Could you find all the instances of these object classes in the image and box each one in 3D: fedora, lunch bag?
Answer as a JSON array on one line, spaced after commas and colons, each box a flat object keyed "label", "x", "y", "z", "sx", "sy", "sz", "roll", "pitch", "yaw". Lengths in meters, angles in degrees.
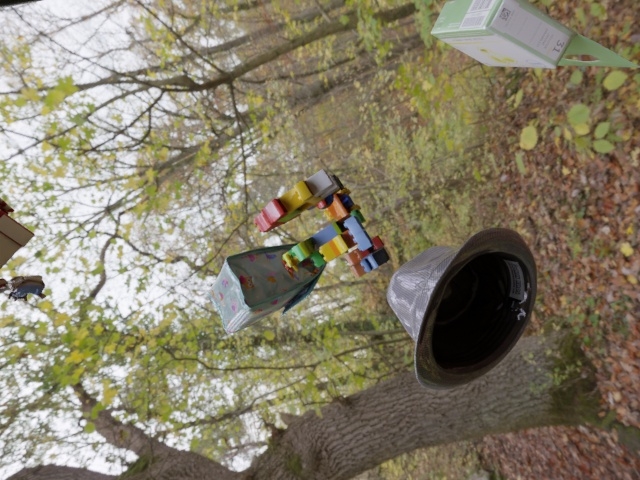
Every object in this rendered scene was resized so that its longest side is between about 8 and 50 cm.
[{"label": "fedora", "x": 0.196, "y": 0.086, "z": 0.599, "sx": 0.124, "sy": 0.276, "sz": 0.243, "roll": 27, "pitch": 114, "yaw": 52}, {"label": "lunch bag", "x": -0.121, "y": 0.108, "z": 1.018, "sx": 0.160, "sy": 0.263, "sz": 0.223, "roll": 62, "pitch": 144, "yaw": 15}]

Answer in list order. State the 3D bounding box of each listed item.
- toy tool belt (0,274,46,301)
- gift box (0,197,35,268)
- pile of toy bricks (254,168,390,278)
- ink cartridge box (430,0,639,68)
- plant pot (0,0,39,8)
[{"label": "toy tool belt", "x": -0.597, "y": 0.098, "z": 0.805, "sx": 0.051, "sy": 0.052, "sz": 0.083, "roll": 63, "pitch": -158, "yaw": 12}, {"label": "gift box", "x": -0.884, "y": -0.005, "z": 0.930, "sx": 0.276, "sy": 0.255, "sz": 0.258, "roll": 56, "pitch": -149, "yaw": -35}, {"label": "pile of toy bricks", "x": 0.000, "y": 0.000, "z": 0.442, "sx": 0.118, "sy": 0.105, "sz": 0.212, "roll": 59, "pitch": -169, "yaw": 4}, {"label": "ink cartridge box", "x": 0.300, "y": -0.278, "z": 0.586, "sx": 0.235, "sy": 0.056, "sz": 0.171, "roll": 19, "pitch": -160, "yaw": -17}, {"label": "plant pot", "x": -0.281, "y": -0.295, "z": 0.313, "sx": 0.188, "sy": 0.166, "sz": 0.187, "roll": 24, "pitch": 154, "yaw": 18}]
